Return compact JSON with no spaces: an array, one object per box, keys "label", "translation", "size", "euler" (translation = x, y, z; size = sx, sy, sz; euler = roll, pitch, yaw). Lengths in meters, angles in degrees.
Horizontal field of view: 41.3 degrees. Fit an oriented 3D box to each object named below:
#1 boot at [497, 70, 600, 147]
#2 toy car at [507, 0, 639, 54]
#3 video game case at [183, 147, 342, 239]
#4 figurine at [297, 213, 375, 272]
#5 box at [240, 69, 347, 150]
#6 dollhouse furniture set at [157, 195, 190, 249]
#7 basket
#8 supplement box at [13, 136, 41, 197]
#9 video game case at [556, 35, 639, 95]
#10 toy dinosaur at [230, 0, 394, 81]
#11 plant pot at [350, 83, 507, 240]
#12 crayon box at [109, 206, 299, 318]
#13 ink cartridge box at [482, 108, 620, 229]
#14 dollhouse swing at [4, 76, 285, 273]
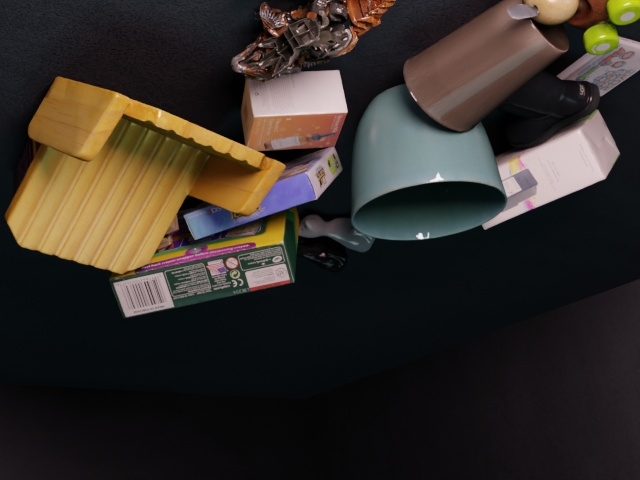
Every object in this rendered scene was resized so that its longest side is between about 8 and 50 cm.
[{"label":"boot","translation":[0.383,-0.269,1.653],"size":[0.207,0.094,0.246],"euler":[12,162,-26]},{"label":"toy car","translation":[0.366,-0.381,1.286],"size":[0.189,0.154,0.149],"euler":[-1,157,-11]},{"label":"video game case","translation":[-0.109,-0.099,1.723],"size":[0.270,0.061,0.244],"euler":[-18,-168,18]},{"label":"figurine","translation":[0.000,0.000,2.164],"size":[0.210,0.092,0.215],"euler":[8,152,-29]},{"label":"box","translation":[-0.051,-0.234,1.544],"size":[0.171,0.090,0.130],"euler":[-5,158,-12]},{"label":"dollhouse furniture set","translation":[-0.267,-0.082,1.732],"size":[0.182,0.160,0.101],"euler":[-22,155,30]},{"label":"basket","translation":[0.288,-0.309,1.438],"size":[0.204,0.154,0.227],"euler":[3,152,-45]},{"label":"supplement box","translation":[-0.509,-0.133,1.605],"size":[0.104,0.080,0.188],"euler":[3,154,-31]},{"label":"video game case","translation":[0.555,-0.337,1.651],"size":[0.143,0.019,0.157],"euler":[4,154,-32]},{"label":"toy dinosaur","translation":[-0.010,-0.338,1.294],"size":[0.322,0.164,0.218],"euler":[-42,161,23]},{"label":"plant pot","translation":[0.191,-0.159,1.629],"size":[0.293,0.235,0.293],"euler":[-6,160,-2]},{"label":"crayon box","translation":[-0.234,0.018,1.828],"size":[0.363,0.106,0.313],"euler":[-12,-157,6]},{"label":"ink cartridge box","translation":[0.446,-0.140,1.844],"size":[0.354,0.119,0.207],"euler":[-25,-173,34]},{"label":"dollhouse swing","translation":[-0.318,-0.070,1.461],"size":[0.347,0.304,0.315],"euler":[21,-179,-43]}]
